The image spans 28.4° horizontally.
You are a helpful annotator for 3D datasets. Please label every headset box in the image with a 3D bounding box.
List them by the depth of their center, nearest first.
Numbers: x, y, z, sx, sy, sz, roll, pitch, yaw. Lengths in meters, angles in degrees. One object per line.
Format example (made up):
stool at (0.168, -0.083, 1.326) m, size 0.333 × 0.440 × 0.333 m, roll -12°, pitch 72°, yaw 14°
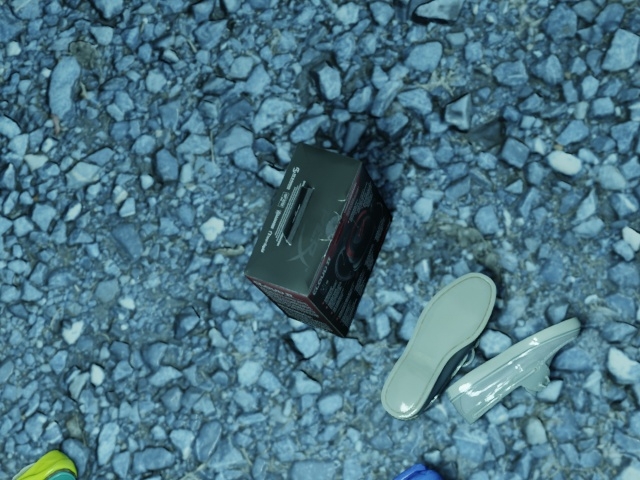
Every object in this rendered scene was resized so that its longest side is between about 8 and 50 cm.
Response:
headset box at (0.000, 0.000, 1.897) m, size 0.110 × 0.293 × 0.218 m, roll 19°, pitch 79°, yaw 18°

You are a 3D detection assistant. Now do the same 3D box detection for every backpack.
backpack at (0.145, 0.379, 1.834) m, size 0.098 × 0.120 × 0.101 m, roll -40°, pitch 68°, yaw 0°

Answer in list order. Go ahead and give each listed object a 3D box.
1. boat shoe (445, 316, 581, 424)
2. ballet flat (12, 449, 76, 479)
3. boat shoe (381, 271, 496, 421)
boat shoe at (0.300, 0.197, 1.885) m, size 0.227 × 0.079 × 0.081 m, roll -32°, pitch 81°, yaw 5°
ballet flat at (-0.490, 0.416, 2.009) m, size 0.231 × 0.077 × 0.077 m, roll -37°, pitch 47°, yaw -3°
boat shoe at (0.184, 0.164, 1.915) m, size 0.095 × 0.079 × 0.254 m, roll 28°, pitch 83°, yaw 17°
